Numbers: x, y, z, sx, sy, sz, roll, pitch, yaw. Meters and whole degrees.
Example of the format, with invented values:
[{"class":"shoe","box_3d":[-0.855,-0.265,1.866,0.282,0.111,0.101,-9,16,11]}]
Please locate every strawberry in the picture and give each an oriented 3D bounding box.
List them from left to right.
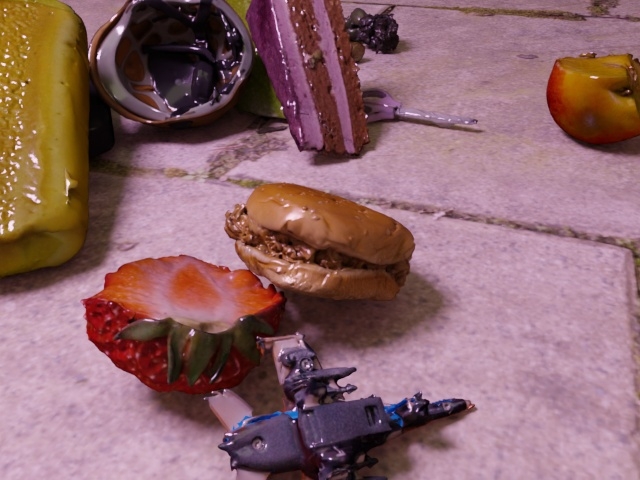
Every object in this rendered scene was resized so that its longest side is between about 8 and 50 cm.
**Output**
[{"class":"strawberry","box_3d":[-0.106,0.058,0.452,0.147,0.082,0.187,13,14,-18]}]

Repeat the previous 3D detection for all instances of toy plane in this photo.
[{"class":"toy plane","box_3d":[0.025,0.117,0.375,0.188,0.062,0.135,-8,62,-15]}]

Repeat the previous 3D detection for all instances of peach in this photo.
[{"class":"peach","box_3d":[0.361,-0.186,0.771,0.151,0.118,0.151,20,50,-26]}]

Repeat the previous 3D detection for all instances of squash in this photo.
[{"class":"squash","box_3d":[-0.105,-0.248,0.949,0.111,0.203,0.288,-25,73,-29]}]

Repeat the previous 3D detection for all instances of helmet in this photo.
[{"class":"helmet","box_3d":[-0.204,-0.245,0.844,0.224,0.198,0.130,-20,-8,-5]}]

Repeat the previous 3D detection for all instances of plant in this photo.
[{"class":"plant","box_3d":[0.095,-0.427,1.178,0.085,0.087,0.174,17,11,-44]}]

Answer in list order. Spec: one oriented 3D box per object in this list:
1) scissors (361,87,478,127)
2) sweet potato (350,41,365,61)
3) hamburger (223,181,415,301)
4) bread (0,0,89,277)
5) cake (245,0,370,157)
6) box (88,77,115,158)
[{"class":"scissors","box_3d":[0.126,-0.187,0.861,0.212,0.021,0.110,16,45,23]},{"class":"sweet potato","box_3d":[-0.042,-0.407,1.142,0.286,0.085,0.112,22,36,30]},{"class":"hamburger","box_3d":[0.000,0.000,0.498,0.147,0.083,0.138,10,7,-36]},{"class":"bread","box_3d":[-0.339,-0.124,0.634,0.166,0.112,0.383,1,54,-24]},{"class":"cake","box_3d":[-0.020,-0.240,0.798,0.116,0.113,0.295,-5,71,-29]},{"class":"box","box_3d":[-0.442,-0.169,0.808,0.290,0.073,0.289,-12,36,-15]}]
